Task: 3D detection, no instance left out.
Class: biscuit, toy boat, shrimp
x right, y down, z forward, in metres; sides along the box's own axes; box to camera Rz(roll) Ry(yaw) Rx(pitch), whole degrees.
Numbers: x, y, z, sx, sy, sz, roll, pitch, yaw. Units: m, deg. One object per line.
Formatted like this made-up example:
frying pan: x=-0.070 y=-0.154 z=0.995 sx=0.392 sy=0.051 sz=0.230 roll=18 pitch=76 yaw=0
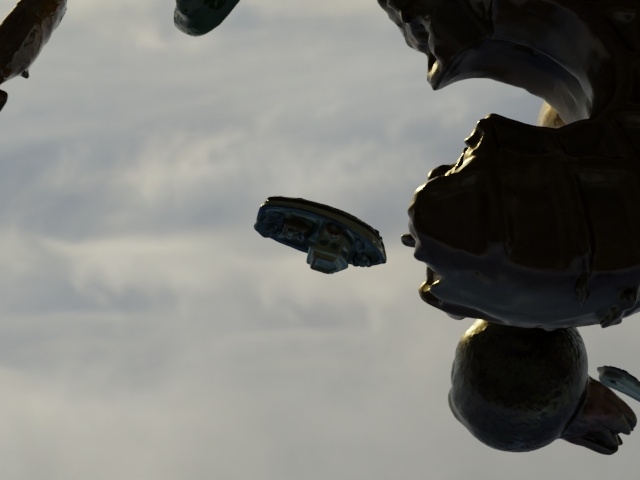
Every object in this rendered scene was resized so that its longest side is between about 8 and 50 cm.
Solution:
biscuit: x=0.175 y=-0.094 z=1.157 sx=0.268 sy=0.115 sz=0.366 roll=4 pitch=-127 yaw=-9
toy boat: x=0.000 y=0.000 z=1.637 sx=0.140 sy=0.059 sz=0.066 roll=17 pitch=-132 yaw=2
shrimp: x=-0.300 y=-0.182 z=1.607 sx=0.051 sy=0.132 sz=0.187 roll=31 pitch=-136 yaw=-3

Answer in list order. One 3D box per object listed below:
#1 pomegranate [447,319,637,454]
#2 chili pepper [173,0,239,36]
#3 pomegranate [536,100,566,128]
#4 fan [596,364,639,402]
pomegranate: x=0.178 y=0.130 z=1.366 sx=0.125 sy=0.163 sz=0.138 roll=-35 pitch=-171 yaw=7
chili pepper: x=-0.062 y=-0.284 z=1.265 sx=0.100 sy=0.257 sz=0.074 roll=21 pitch=178 yaw=31
pomegranate: x=0.293 y=-0.086 z=1.408 sx=0.209 sy=0.209 sz=0.209 roll=-3 pitch=-154 yaw=1
fan: x=0.255 y=0.125 z=0.928 sx=0.226 sy=0.008 sz=0.152 roll=28 pitch=160 yaw=-11
